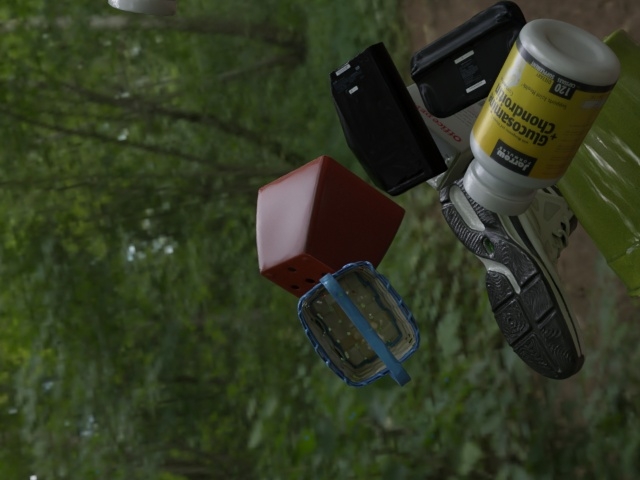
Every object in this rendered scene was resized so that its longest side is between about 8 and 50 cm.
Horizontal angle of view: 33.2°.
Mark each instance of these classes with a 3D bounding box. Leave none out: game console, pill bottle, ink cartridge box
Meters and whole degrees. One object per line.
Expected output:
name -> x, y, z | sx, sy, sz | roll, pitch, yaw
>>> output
game console -> 0.162, -0.206, 1.523 | 0.044, 0.361, 0.213 | -29, -88, -44
pill bottle -> 0.210, -0.117, 1.059 | 0.103, 0.103, 0.184 | -82, 11, -53
ink cartridge box -> 0.210, -0.190, 1.755 | 0.212, 0.154, 0.093 | -31, -25, -46

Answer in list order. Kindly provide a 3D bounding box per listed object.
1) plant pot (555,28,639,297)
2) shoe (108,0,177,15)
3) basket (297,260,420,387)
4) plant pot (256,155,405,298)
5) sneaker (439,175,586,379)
plant pot -> 0.539, -0.155, 1.814 | 0.353, 0.366, 0.366 | 47, -166, 4
shoe -> -0.165, -0.267, 1.024 | 0.178, 0.064, 0.081 | -113, 32, -66
basket -> 0.080, 0.172, 2.127 | 0.254, 0.201, 0.289 | 54, 173, 1
plant pot -> 0.000, 0.000, 2.525 | 0.267, 0.267, 0.235 | 33, -125, -28
sneaker -> 0.431, 0.031, 2.016 | 0.447, 0.258, 0.169 | 65, 146, 20
